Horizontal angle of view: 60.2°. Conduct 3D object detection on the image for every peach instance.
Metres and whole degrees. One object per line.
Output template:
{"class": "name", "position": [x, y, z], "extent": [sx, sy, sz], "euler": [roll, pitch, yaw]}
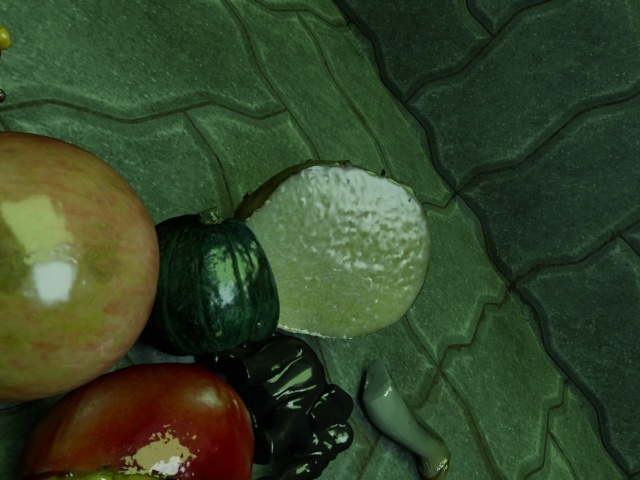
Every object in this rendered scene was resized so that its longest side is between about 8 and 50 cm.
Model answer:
{"class": "peach", "position": [-0.257, 0.314, 0.791], "extent": [0.338, 0.281, 0.280], "euler": [-8, 69, -59]}

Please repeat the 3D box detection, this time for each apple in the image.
{"class": "apple", "position": [-0.407, 0.037, 0.727], "extent": [0.364, 0.364, 0.363], "euler": [33, 39, -32]}

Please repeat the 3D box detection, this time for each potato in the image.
{"class": "potato", "position": [0.000, 0.000, 1.292], "extent": [0.443, 0.384, 0.319], "euler": [3, 9, -12]}

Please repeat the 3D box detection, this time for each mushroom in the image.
{"class": "mushroom", "position": [0.226, 0.470, 1.425], "extent": [0.328, 0.122, 0.159], "euler": [52, 42, -8]}

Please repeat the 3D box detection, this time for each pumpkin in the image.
{"class": "pumpkin", "position": [-0.242, 0.083, 0.999], "extent": [0.197, 0.293, 0.263], "euler": [-18, 105, -45]}

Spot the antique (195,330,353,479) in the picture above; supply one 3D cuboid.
{"class": "antique", "position": [-0.078, 0.319, 1.097], "extent": [0.255, 0.185, 0.322], "euler": [11, 50, -46]}

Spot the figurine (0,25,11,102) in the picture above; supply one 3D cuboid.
{"class": "figurine", "position": [-0.672, -0.353, 0.888], "extent": [0.323, 0.196, 0.320], "euler": [40, 78, -11]}
